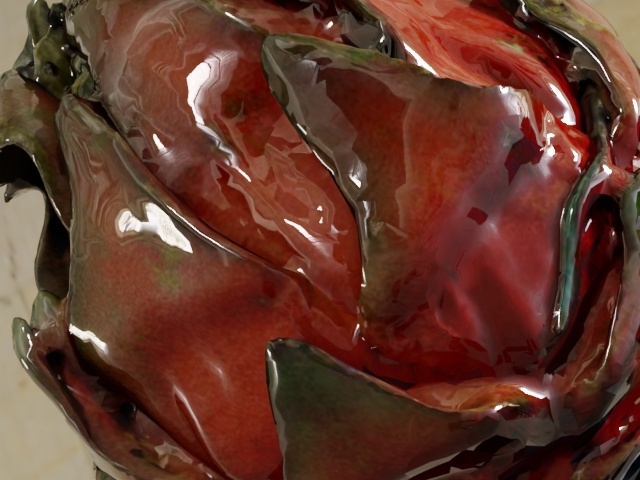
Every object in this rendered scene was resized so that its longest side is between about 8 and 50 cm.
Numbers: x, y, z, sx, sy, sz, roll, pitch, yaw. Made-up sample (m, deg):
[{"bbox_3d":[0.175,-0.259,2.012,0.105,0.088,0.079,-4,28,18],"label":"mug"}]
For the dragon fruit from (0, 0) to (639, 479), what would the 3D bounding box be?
[{"bbox_3d":[0.008,0.003,0.448,0.189,0.182,0.182,8,-45,-18],"label":"dragon fruit"}]
